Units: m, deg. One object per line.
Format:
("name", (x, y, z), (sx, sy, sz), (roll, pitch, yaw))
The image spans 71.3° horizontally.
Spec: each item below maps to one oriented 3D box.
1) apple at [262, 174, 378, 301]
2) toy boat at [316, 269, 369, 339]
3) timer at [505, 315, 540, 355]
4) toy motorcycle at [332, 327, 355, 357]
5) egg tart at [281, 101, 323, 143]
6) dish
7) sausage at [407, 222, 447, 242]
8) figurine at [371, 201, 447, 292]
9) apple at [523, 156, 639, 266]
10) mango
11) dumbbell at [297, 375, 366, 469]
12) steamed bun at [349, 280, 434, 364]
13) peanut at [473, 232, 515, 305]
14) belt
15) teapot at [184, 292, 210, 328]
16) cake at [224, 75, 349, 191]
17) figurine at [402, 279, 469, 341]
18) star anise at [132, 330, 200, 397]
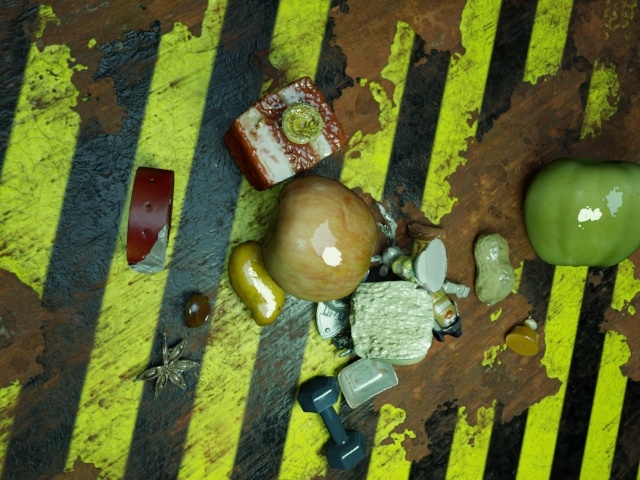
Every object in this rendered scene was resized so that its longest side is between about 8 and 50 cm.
("apple", (0.000, 0.000, 1.423), (0.346, 0.391, 0.391), (20, 86, -12))
("toy boat", (0.068, 0.212, 1.630), (0.141, 0.092, 0.320), (21, 87, -9))
("timer", (0.868, 0.385, 1.877), (0.132, 0.132, 0.152), (51, 55, -12))
("toy motorcycle", (0.146, 0.379, 1.657), (0.193, 0.061, 0.124), (-20, 61, -19))
("egg tart", (-0.055, -0.345, 1.323), (0.128, 0.049, 0.129), (1, 87, -15))
("dish", (0.167, 0.509, 1.677), (0.212, 0.077, 0.151), (-24, 96, -15))
("sausage", (0.409, -0.029, 1.742), (0.169, 0.065, 0.065), (9, 89, -16))
("figurine", (0.276, 0.026, 1.607), (0.206, 0.315, 0.284), (-51, 124, -22))
("apple", (1.031, -0.113, 1.738), (0.473, 0.473, 0.474), (0, 92, -17))
("mango", (-0.215, 0.142, 1.532), (0.177, 0.120, 0.295), (-22, 99, -23))
("dumbbell", (0.043, 0.653, 1.609), (0.144, 0.160, 0.325), (-35, 104, -44))
("steamed bun", (0.231, 0.311, 1.514), (0.290, 0.273, 0.272), (9, 50, 14))
("peanut", (0.701, 0.115, 1.788), (0.143, 0.159, 0.291), (-5, 93, -42))
("belt", (-0.519, -0.062, 1.378), (0.115, 0.227, 0.324), (6, 90, -13))
("teapot", (-0.421, 0.237, 1.498), (0.098, 0.078, 0.129), (-11, 114, -55))
("cake", (-0.125, -0.337, 1.465), (0.319, 0.269, 0.270), (-35, 101, -14))
("figurine", (0.438, 0.244, 1.717), (0.308, 0.143, 0.309), (0, 99, 0))
("star anise", (-0.501, 0.421, 1.485), (0.171, 0.063, 0.208), (32, 79, -19))
